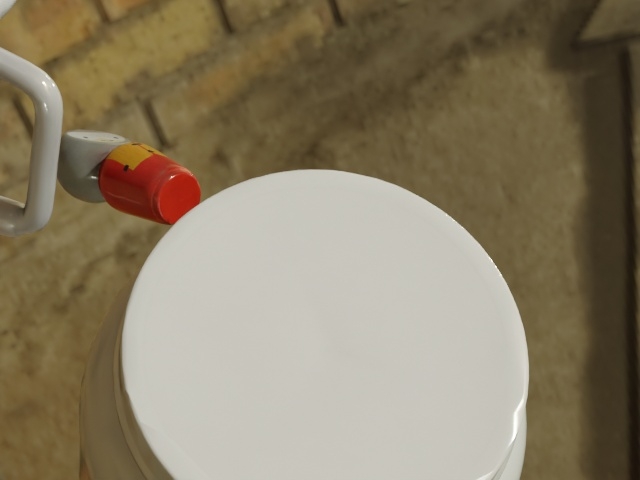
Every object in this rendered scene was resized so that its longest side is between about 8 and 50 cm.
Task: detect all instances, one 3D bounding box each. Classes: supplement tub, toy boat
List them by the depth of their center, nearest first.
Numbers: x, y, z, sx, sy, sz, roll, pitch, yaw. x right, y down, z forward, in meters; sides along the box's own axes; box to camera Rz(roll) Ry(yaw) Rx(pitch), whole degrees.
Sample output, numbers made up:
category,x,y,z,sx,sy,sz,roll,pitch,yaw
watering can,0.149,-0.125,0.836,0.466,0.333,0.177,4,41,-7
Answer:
category,x,y,z,sx,sy,sz,roll,pitch,yaw
supplement tub,-0.019,0.126,0.967,0.241,0.331,0.241,4,63,-7
toy boat,-0.096,0.022,1.407,0.148,0.318,0.267,22,67,45

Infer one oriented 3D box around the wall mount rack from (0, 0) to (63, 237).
category,x,y,z,sx,sy,sz,roll,pitch,yaw
wall mount rack,-0.292,-0.046,0.703,0.304,0.130,0.350,25,38,13
